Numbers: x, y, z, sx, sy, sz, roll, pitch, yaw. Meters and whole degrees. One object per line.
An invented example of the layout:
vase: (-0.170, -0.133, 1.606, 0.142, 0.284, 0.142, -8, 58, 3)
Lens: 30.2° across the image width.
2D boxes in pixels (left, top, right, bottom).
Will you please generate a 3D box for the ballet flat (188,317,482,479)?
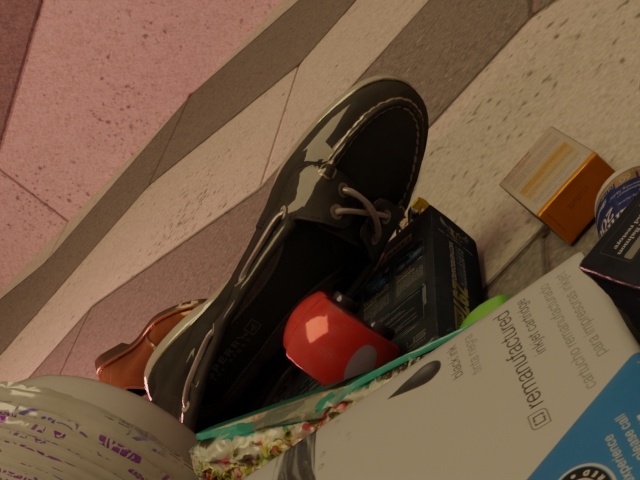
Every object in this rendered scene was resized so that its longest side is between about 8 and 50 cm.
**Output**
ballet flat: (0.027, 0.112, 0.689, 0.241, 0.077, 0.091, -27, -8, 33)

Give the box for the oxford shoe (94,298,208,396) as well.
oxford shoe: (-0.180, 0.137, 1.390, 0.212, 0.076, 0.076, -37, 52, 31)

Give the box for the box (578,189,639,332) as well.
box: (0.211, 0.036, 0.447, 0.093, 0.156, 0.158, -50, 18, -4)

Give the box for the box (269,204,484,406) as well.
box: (0.027, 0.102, 0.925, 0.233, 0.059, 0.183, -42, 21, 24)

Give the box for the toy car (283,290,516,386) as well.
toy car: (0.070, 0.089, 0.745, 0.225, 0.053, 0.239, -32, 50, 24)

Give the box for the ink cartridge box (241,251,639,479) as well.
ink cartridge box: (0.048, 0.176, 0.534, 0.307, 0.129, 0.223, -36, 21, 13)

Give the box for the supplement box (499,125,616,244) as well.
supplement box: (0.179, -0.042, 0.882, 0.062, 0.036, 0.098, -49, 18, 8)

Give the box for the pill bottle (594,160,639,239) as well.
pill bottle: (0.197, 0.008, 0.683, 0.067, 0.067, 0.120, -42, 19, 26)

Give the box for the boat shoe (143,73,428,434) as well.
boat shoe: (-0.013, 0.030, 0.916, 0.335, 0.112, 0.095, -53, 35, 10)

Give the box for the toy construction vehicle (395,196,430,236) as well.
toy construction vehicle: (0.071, 0.011, 1.058, 0.086, 0.035, 0.098, -55, 12, 23)

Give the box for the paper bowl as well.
paper bowl: (-0.174, 0.207, 0.836, 0.284, 0.284, 0.148, -33, 22, 43)
